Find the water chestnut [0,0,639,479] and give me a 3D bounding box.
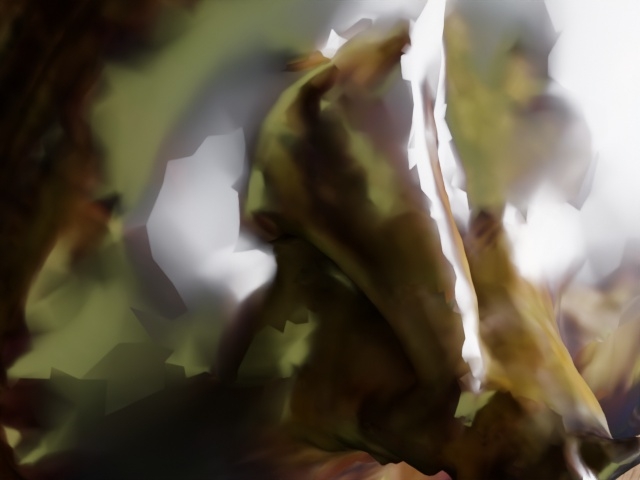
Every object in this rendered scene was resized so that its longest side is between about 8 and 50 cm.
[{"bbox_3d":[0.000,0.000,0.440,0.351,0.302,0.350,-18,123,-29],"label":"water chestnut"}]
